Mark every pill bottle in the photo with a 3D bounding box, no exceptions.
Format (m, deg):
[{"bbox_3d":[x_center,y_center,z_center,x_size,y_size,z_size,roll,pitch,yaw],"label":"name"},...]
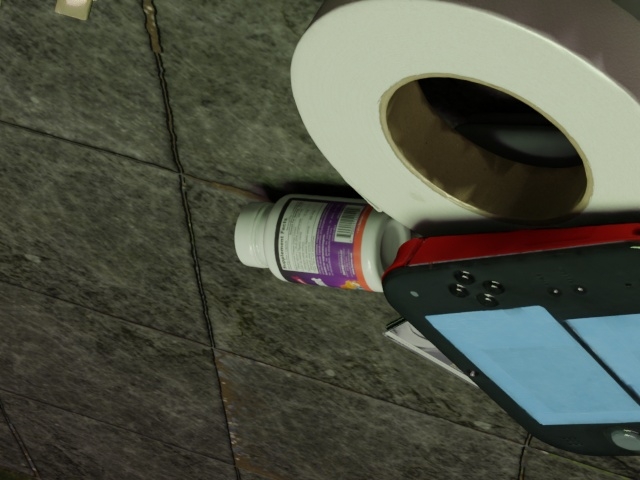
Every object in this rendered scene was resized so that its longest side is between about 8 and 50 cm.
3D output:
[{"bbox_3d":[0.000,0.000,1.740,0.194,0.108,0.108,6,148,29],"label":"pill bottle"}]

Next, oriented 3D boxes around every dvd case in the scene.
[{"bbox_3d":[0.201,0.129,1.921,0.165,0.018,0.221,30,151,-16],"label":"dvd case"}]

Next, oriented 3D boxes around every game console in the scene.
[{"bbox_3d":[0.279,0.112,1.453,0.342,0.060,0.386,-3,145,45],"label":"game console"}]

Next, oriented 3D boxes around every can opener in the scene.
[{"bbox_3d":[0.259,-0.117,1.415,0.284,0.076,0.095,4,115,31],"label":"can opener"}]

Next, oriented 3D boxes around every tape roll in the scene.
[{"bbox_3d":[0.158,-0.102,1.326,0.392,0.072,0.392,23,154,12],"label":"tape roll"}]

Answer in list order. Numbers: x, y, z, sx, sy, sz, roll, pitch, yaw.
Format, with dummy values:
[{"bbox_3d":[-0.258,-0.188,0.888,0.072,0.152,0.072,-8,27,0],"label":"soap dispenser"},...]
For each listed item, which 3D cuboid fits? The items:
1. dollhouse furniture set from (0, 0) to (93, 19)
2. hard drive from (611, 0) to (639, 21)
[{"bbox_3d":[-0.371,-0.324,1.363,0.356,0.173,0.303,15,-168,-9],"label":"dollhouse furniture set"},{"bbox_3d":[0.366,-0.160,1.222,0.308,0.040,0.203,6,133,29],"label":"hard drive"}]
